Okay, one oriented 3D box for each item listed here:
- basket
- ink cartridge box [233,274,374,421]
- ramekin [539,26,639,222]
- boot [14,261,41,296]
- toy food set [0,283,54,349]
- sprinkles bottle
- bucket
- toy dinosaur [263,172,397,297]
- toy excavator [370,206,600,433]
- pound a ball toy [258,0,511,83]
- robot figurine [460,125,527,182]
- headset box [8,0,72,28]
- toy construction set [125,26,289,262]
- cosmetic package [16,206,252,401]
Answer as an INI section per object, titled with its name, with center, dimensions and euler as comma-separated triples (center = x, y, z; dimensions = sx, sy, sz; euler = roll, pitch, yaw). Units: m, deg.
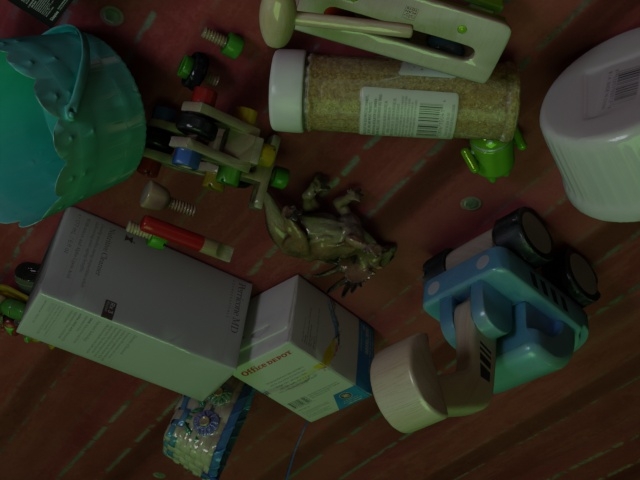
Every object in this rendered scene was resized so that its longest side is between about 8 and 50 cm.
[basket]
center = -0.187, 0.428, 2.003
dimensions = 0.289, 0.254, 0.201
euler = 21, 145, -2
[ink cartridge box]
center = -0.033, 0.215, 1.799
dimensions = 0.171, 0.168, 0.233
euler = -29, 128, 33
[ramekin]
center = 0.433, -0.168, 1.227
dimensions = 0.277, 0.277, 0.135
euler = -22, 123, 29
[boot]
center = -0.533, 0.142, 1.855
dimensions = 0.190, 0.076, 0.208
euler = 18, 133, 9
[toy food set]
center = -0.618, 0.158, 1.816
dimensions = 0.218, 0.071, 0.128
euler = 23, 139, 21
[sprinkles bottle]
center = 0.106, -0.209, 1.329
dimensions = 0.355, 0.121, 0.121
euler = 4, 139, 3
[bucket]
center = -0.400, -0.171, 1.315
dimensions = 0.281, 0.183, 0.281
euler = 16, 118, 32
[toy dinosaur]
center = 0.000, 0.000, 1.591
dimensions = 0.296, 0.127, 0.200
euler = 19, 145, -6
[toy excavator]
center = 0.273, 0.159, 1.483
dimensions = 0.433, 0.445, 0.222
euler = 35, 131, -29
[pound a ball toy]
center = 0.078, -0.280, 1.186
dimensions = 0.319, 0.208, 0.135
euler = 13, 138, -9
[robot figurine]
center = 0.268, -0.145, 1.422
dimensions = 0.101, 0.067, 0.115
euler = -24, 137, -7
[headset box]
center = -0.402, -0.441, 1.138
dimensions = 0.293, 0.110, 0.218
euler = 31, 133, -26
[toy construction set]
center = -0.141, -0.099, 1.374
dimensions = 0.237, 0.309, 0.257
euler = 22, 145, -24
[cosmetic package]
center = -0.338, 0.124, 1.704
dimensions = 0.385, 0.217, 0.156
euler = 22, 137, -20
